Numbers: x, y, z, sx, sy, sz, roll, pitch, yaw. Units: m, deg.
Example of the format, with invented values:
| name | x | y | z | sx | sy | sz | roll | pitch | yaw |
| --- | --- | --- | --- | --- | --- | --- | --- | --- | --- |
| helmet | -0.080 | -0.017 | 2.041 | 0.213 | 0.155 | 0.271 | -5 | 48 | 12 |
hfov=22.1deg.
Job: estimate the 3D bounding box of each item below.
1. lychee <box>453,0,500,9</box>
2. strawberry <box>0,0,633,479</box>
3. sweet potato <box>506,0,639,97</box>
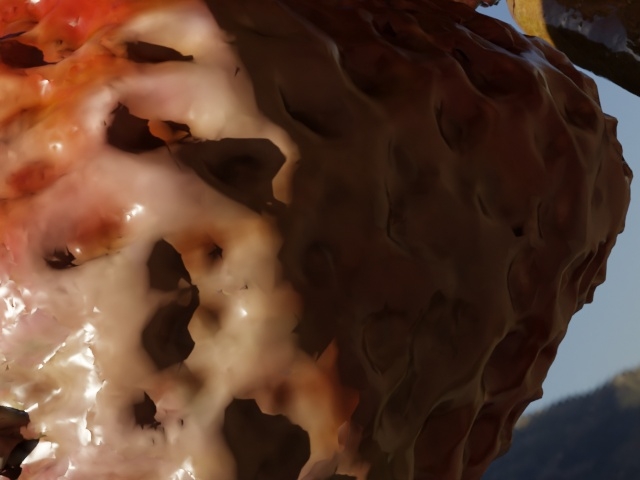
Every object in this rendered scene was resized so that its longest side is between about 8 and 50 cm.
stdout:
| name | x | y | z | sx | sy | sz | roll | pitch | yaw |
| --- | --- | --- | --- | --- | --- | --- | --- | --- | --- |
| lychee | 0.075 | -0.223 | 0.881 | 0.194 | 0.194 | 0.194 | -54 | -16 | -23 |
| strawberry | 0.000 | 0.000 | 0.559 | 0.336 | 0.265 | 0.149 | -23 | 0 | -37 |
| sweet potato | 0.163 | -0.087 | 0.777 | 0.056 | 0.195 | 0.056 | -41 | -26 | -26 |
